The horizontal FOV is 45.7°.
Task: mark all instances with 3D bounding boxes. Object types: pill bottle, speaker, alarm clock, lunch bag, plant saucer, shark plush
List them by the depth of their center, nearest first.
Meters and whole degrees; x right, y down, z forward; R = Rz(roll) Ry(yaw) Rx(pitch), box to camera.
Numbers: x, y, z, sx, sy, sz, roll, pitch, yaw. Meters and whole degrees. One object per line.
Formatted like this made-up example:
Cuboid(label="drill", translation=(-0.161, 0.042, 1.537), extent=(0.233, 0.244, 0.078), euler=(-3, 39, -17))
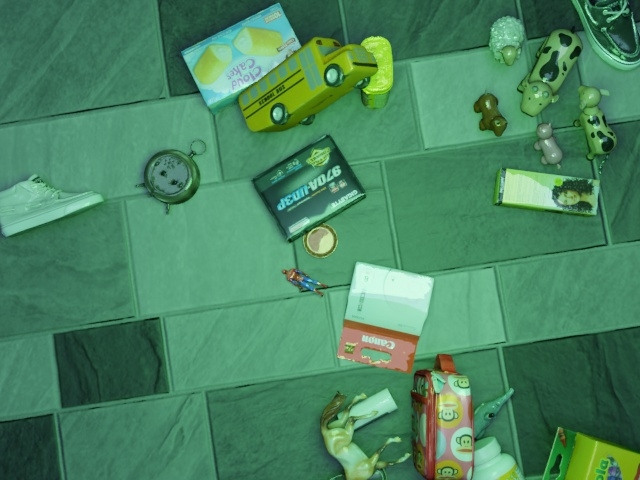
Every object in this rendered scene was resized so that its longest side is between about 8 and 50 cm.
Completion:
Cuboid(label="lunch bag", translation=(0.262, 0.374, 1.641), extent=(0.120, 0.293, 0.258), euler=(2, 81, 1))
Cuboid(label="pill bottle", translation=(0.404, 0.554, 1.706), extent=(0.118, 0.117, 0.208), euler=(-27, 85, 0))
Cuboid(label="shark plush", translation=(0.388, 0.406, 1.744), extent=(0.161, 0.067, 0.073), euler=(-30, 84, 0))
Cuboid(label="speaker", translation=(0.110, 0.396, 1.763), extent=(0.136, 0.055, 0.055), euler=(-28, 85, -1))
Cuboid(label="plant saucer", translation=(0.000, 0.000, 1.822), extent=(0.083, 0.013, 0.083), euler=(0, 86, 2))
Cuboid(label="alarm clock", translation=(-0.345, -0.168, 1.829), extent=(0.129, 0.064, 0.192), euler=(40, 85, 5))

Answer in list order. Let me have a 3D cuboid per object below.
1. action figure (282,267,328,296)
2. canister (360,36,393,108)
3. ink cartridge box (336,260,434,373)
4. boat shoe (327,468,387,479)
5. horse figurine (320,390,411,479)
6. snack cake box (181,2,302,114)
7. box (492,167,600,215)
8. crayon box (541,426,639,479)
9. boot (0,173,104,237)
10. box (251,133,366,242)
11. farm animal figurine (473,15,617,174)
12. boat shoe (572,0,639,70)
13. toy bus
Cuboid(label="action figure", translation=(-0.040, 0.096, 1.808), extent=(0.115, 0.030, 0.038), euler=(27, 81, 9))
Cuboid(label="canister", translation=(0.127, -0.384, 1.771), extent=(0.073, 0.170, 0.126), euler=(-3, 85, 2))
Cuboid(label="ink cartridge box", translation=(0.151, 0.180, 1.781), extent=(0.189, 0.066, 0.232), euler=(12, 82, 3))
Cuboid(label="boat shoe", translation=(0.047, 0.578, 1.740), extent=(0.224, 0.073, 0.080), euler=(-18, 84, 1))
Cuboid(label="horse figurine", translation=(0.081, 0.461, 1.705), extent=(0.174, 0.066, 0.263), euler=(-37, 93, -4))
Cuboid(label="snack cake box", translation=(-0.179, -0.434, 1.829), extent=(0.264, 0.089, 0.152), euler=(-27, 84, 0))
Cuboid(label="box", translation=(0.530, -0.112, 1.787), extent=(0.232, 0.058, 0.087), euler=(6, 85, 4))
Cuboid(label="crayon box", translation=(0.641, 0.552, 1.666), extent=(0.318, 0.081, 0.202), euler=(19, 86, -15))
Cuboid(label="boot", translation=(-0.657, -0.103, 1.816), extent=(0.258, 0.095, 0.123), euler=(-18, 91, 2))
Cuboid(label="box", translation=(-0.028, -0.124, 1.809), extent=(0.220, 0.051, 0.175), euler=(-30, 79, -1))
Cuboid(label="farm animal figurine", translation=(0.534, -0.343, 1.749), extent=(0.330, 0.172, 0.326), euler=(12, 86, 3))
Cuboid(label="boat shoe", translation=(0.679, -0.546, 1.795), extent=(0.108, 0.102, 0.301), euler=(-25, 84, 0))
Cuboid(label="toy bus", translation=(-0.032, -0.350, 1.716), extent=(0.333, 0.108, 0.130), euler=(-28, 79, 39))
